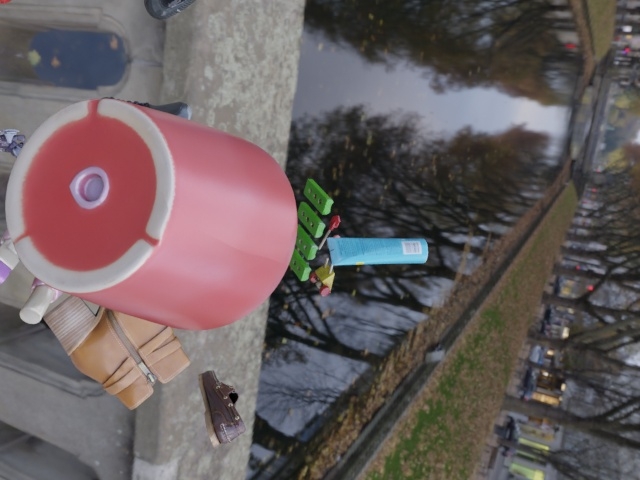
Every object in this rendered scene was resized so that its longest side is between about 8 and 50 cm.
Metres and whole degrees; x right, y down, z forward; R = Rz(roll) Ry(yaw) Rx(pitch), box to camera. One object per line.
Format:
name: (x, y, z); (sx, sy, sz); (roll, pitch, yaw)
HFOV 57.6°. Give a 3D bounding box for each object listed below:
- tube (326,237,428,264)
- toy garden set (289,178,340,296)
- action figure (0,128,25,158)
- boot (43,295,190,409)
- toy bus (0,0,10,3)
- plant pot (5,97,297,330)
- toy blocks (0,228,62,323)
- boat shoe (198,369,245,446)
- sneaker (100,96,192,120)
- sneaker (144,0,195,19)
tube: (0.120, 0.022, 1.221); (0.080, 0.207, 0.052); (-105, -160, -51)
toy garden set: (0.000, 0.000, 1.475); (0.049, 0.204, 0.244); (-1, 124, -32)
action figure: (-1.002, -0.295, 1.932); (0.099, 0.185, 0.285); (-45, 107, -15)
boot: (-0.291, 0.130, 0.997); (0.283, 0.220, 0.109); (-41, -171, -17)
toy bus: (-0.285, -0.235, 0.410); (0.202, 0.104, 0.190); (14, 57, -35)
plant pot: (-0.192, -0.031, 0.671); (0.243, 0.275, 0.274); (27, 77, -71)
toy blocks: (-0.732, 0.047, 1.230); (0.309, 0.289, 0.260); (55, 14, -27)
boat shoe: (-0.195, 0.325, 1.161); (0.073, 0.207, 0.073); (-24, 120, -8)
sneaker: (-0.395, -0.237, 1.179); (0.101, 0.268, 0.106); (-105, 176, -52)
sneaker: (-0.186, -0.426, 0.893); (0.078, 0.234, 0.106); (44, 16, -32)
